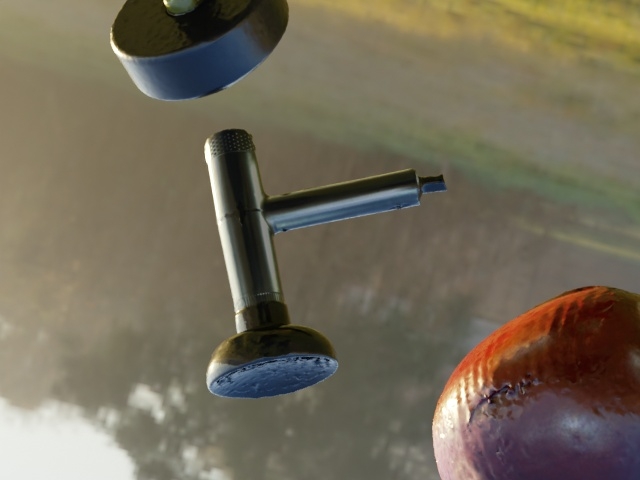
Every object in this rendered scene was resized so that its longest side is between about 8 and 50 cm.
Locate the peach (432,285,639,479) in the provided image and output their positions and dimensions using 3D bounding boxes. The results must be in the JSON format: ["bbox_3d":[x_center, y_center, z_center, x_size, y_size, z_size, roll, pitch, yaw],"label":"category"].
[{"bbox_3d":[0.169,0.140,1.310,0.267,0.154,0.159,-32,-176,41],"label":"peach"}]

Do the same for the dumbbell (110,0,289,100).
[{"bbox_3d":[-0.185,-0.328,1.829,0.203,0.204,0.322,14,146,42],"label":"dumbbell"}]

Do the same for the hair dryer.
[{"bbox_3d":[-0.001,0.010,1.976,0.284,0.320,0.156,-8,161,17],"label":"hair dryer"}]
